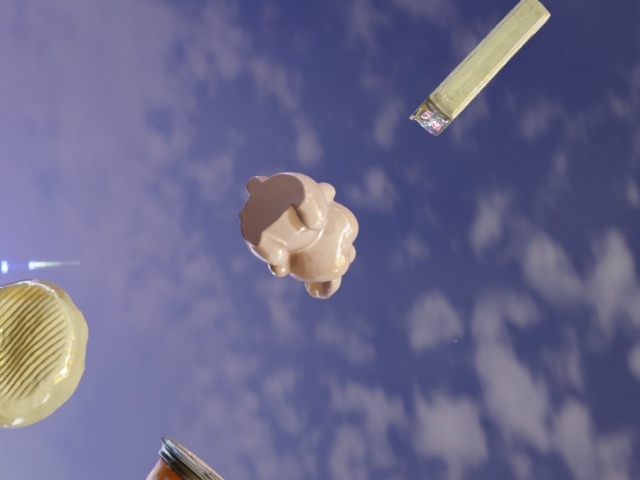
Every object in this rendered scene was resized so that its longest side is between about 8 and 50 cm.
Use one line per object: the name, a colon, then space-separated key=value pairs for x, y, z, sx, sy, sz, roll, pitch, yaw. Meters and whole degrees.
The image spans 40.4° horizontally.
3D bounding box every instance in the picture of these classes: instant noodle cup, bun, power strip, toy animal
instant noodle cup: x=-0.165 y=0.344 z=1.077 sx=0.177 sy=0.126 sz=0.208 roll=40 pitch=-13 yaw=-5
bun: x=-0.430 y=0.169 z=1.273 sx=0.222 sy=0.222 sz=0.127 roll=56 pitch=-10 yaw=29
power strip: x=0.228 y=-0.248 z=1.235 sx=0.052 sy=0.272 sz=0.078 roll=43 pitch=-20 yaw=0
toy animal: x=0.001 y=0.001 z=1.014 sx=0.124 sy=0.212 sz=0.124 roll=-15 pitch=-121 yaw=28
